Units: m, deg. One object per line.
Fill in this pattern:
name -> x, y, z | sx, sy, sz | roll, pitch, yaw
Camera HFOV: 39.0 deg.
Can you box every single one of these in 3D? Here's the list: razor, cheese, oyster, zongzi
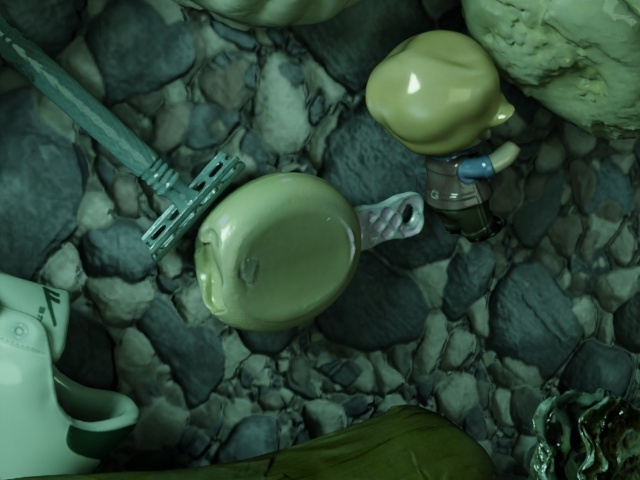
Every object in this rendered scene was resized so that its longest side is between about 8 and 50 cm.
razor -> -0.177, -0.099, 0.711 | 0.232, 0.068, 0.106 | 44, 84, -18
cheese -> 0.000, 0.000, 0.792 | 0.228, 0.064, 0.137 | -17, 117, -31
oyster -> 0.289, 0.289, 0.965 | 0.199, 0.112, 0.267 | -7, 98, -41
zongzi -> -0.039, 0.217, 0.754 | 0.356, 0.174, 0.392 | -37, 123, -12

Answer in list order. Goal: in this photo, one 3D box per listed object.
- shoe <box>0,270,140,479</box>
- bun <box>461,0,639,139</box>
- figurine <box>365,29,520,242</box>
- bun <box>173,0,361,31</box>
shoe -> -0.276, 0.062, 0.670 | 0.160, 0.132, 0.363 | -37, 117, -8
bun -> 0.286, -0.252, 0.747 | 0.360, 0.211, 0.359 | -10, 115, -21
figurine -> 0.118, -0.089, 0.797 | 0.108, 0.114, 0.196 | -34, 120, -11
bun -> -0.016, -0.286, 0.659 | 0.263, 0.175, 0.263 | -5, 103, -21
